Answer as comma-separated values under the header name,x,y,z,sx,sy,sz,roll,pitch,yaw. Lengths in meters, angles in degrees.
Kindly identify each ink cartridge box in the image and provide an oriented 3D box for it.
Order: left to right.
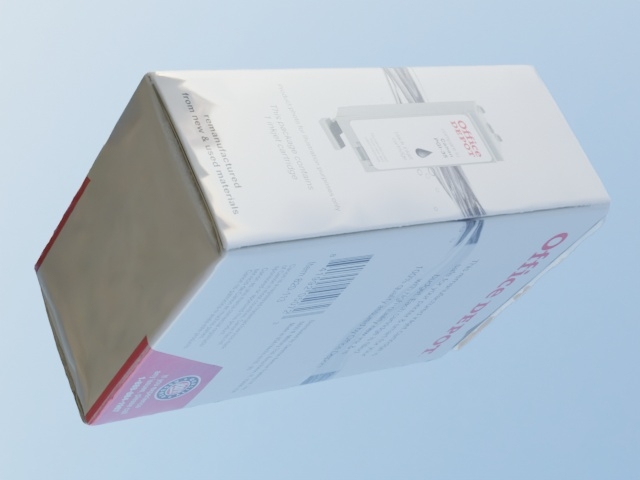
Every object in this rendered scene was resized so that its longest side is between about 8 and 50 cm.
name,x,y,z,sx,sy,sz,roll,pitch,yaw
ink cartridge box,0.000,0.000,0.747,0.207,0.283,0.117,-49,-123,45
